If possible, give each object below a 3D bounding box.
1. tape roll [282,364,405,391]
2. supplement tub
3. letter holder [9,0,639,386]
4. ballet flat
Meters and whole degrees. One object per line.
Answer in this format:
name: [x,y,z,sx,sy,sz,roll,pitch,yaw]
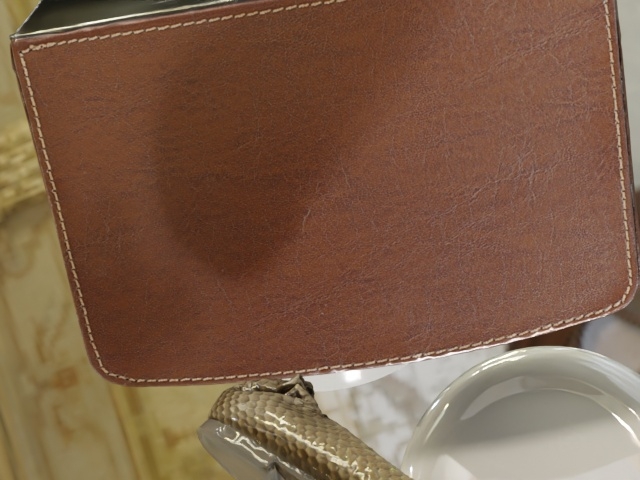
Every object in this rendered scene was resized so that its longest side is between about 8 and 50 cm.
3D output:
tape roll: [0.000,0.000,1.456,0.246,0.246,0.169,-81,-19,-50]
supplement tub: [0.173,0.205,1.069,0.316,0.193,0.194,58,-160,-65]
letter holder: [0.011,-0.052,0.850,0.152,0.301,0.214,-89,-11,-69]
ballet flat: [0.047,0.129,0.720,0.058,0.250,0.084,-48,-36,-23]
